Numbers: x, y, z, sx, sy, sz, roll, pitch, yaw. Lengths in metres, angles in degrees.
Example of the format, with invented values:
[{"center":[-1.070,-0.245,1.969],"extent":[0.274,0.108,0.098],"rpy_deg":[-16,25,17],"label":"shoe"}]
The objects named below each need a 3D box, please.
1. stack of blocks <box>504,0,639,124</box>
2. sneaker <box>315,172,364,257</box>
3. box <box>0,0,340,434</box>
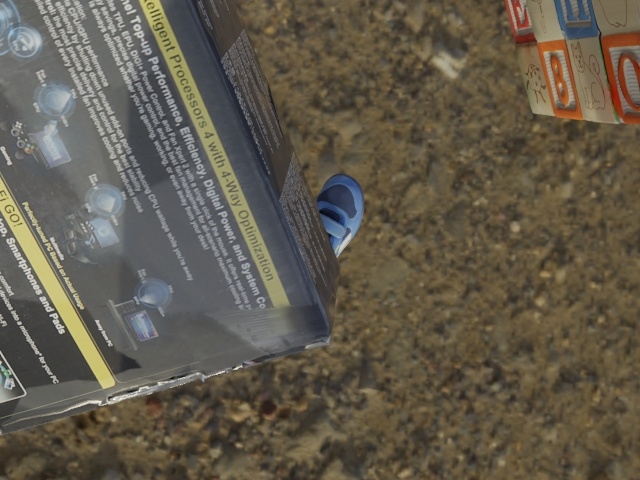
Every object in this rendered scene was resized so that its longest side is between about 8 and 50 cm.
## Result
[{"center":[0.156,-0.141,0.388],"extent":[0.087,0.297,0.171],"rpy_deg":[-17,102,-3],"label":"stack of blocks"},{"center":[0.000,0.000,0.939],"extent":[0.144,0.053,0.059],"rpy_deg":[-65,168,16],"label":"sneaker"},{"center":[-0.204,-0.088,0.442],"extent":[0.097,0.318,0.394],"rpy_deg":[-78,148,-64],"label":"box"}]
